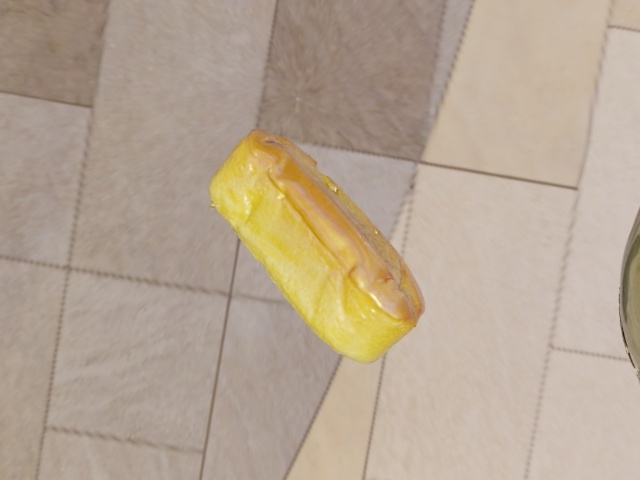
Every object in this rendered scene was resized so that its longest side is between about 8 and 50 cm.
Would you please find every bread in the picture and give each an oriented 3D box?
[{"bbox_3d":[0.000,0.000,1.382,0.094,0.102,0.245,-48,69,23],"label":"bread"}]

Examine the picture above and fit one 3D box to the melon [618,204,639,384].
[{"bbox_3d":[0.316,0.019,0.812,0.330,0.268,0.268,-14,97,39],"label":"melon"}]
